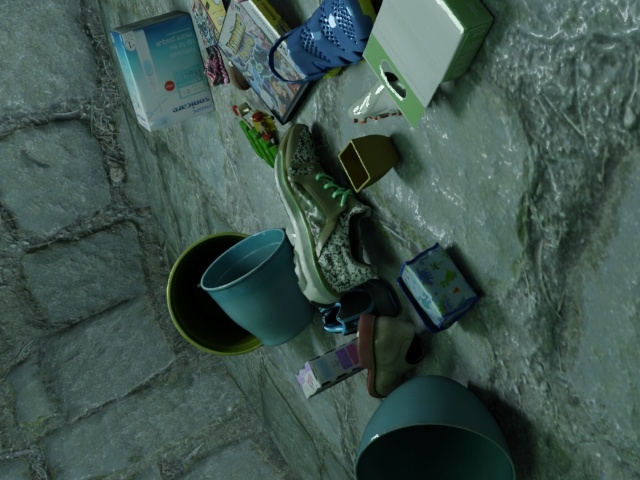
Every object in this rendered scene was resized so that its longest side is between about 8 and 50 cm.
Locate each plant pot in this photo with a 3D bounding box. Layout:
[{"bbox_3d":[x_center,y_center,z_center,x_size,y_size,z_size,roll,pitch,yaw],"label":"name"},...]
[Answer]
[{"bbox_3d":[-0.296,0.159,2.354,0.353,0.366,0.366,177,70,-80],"label":"plant pot"},{"bbox_3d":[0.216,0.376,1.426,0.195,0.290,0.290,-81,-15,-54],"label":"plant pot"},{"bbox_3d":[-0.152,0.146,2.081,0.255,0.271,0.271,57,164,-21],"label":"plant pot"},{"bbox_3d":[0.096,-0.149,1.367,0.081,0.083,0.081,64,159,8],"label":"plant pot"}]

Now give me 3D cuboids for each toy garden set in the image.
[{"bbox_3d":[-0.138,-0.263,1.835,0.244,0.049,0.204,44,167,51],"label":"toy garden set"}]

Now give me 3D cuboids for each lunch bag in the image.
[{"bbox_3d":[0.207,0.093,1.352,0.129,0.096,0.151,58,172,16],"label":"lunch bag"}]

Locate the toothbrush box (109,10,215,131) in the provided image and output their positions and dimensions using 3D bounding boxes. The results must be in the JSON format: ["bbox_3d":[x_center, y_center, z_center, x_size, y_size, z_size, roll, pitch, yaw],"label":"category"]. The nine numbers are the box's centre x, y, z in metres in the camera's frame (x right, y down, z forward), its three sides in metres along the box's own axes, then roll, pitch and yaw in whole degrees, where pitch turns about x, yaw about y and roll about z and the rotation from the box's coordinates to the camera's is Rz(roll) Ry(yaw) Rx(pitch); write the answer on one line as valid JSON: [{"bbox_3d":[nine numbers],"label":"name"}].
[{"bbox_3d":[-0.464,-0.500,2.188,0.126,0.216,0.296,37,144,54],"label":"toothbrush box"}]

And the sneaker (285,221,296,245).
[{"bbox_3d":[0.000,0.000,1.791,0.086,0.085,0.237,47,166,-29],"label":"sneaker"}]

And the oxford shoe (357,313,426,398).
[{"bbox_3d":[0.164,0.265,1.598,0.348,0.130,0.123,66,-153,-61],"label":"oxford shoe"}]

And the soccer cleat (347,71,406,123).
[{"bbox_3d":[0.108,-0.248,1.268,0.196,0.068,0.076,2,109,60],"label":"soccer cleat"}]

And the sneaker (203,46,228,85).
[{"bbox_3d":[-0.296,-0.477,2.025,0.119,0.057,0.047,69,161,-4],"label":"sneaker"}]

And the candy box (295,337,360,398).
[{"bbox_3d":[0.051,0.300,1.797,0.070,0.196,0.165,61,158,13],"label":"candy box"}]

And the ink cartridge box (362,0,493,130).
[{"bbox_3d":[0.151,-0.302,1.107,0.171,0.056,0.235,59,159,19],"label":"ink cartridge box"}]

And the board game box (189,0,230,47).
[{"bbox_3d":[-0.264,-0.579,1.856,0.243,0.042,0.165,19,129,63],"label":"board game box"}]

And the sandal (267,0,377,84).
[{"bbox_3d":[0.001,-0.349,1.319,0.126,0.138,0.317,69,158,1],"label":"sandal"}]

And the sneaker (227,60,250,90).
[{"bbox_3d":[-0.181,-0.428,1.779,0.071,0.066,0.188,49,154,33],"label":"sneaker"}]

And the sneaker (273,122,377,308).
[{"bbox_3d":[0.030,-0.070,1.600,0.182,0.158,0.410,-19,79,28],"label":"sneaker"}]

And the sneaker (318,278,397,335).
[{"bbox_3d":[0.043,0.142,1.731,0.125,0.139,0.341,67,161,-9],"label":"sneaker"}]

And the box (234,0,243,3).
[{"bbox_3d":[-0.058,-0.514,1.263,0.300,0.154,0.142,18,128,65],"label":"box"}]

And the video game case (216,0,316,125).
[{"bbox_3d":[-0.120,-0.402,1.613,0.248,0.035,0.275,51,159,0],"label":"video game case"}]
